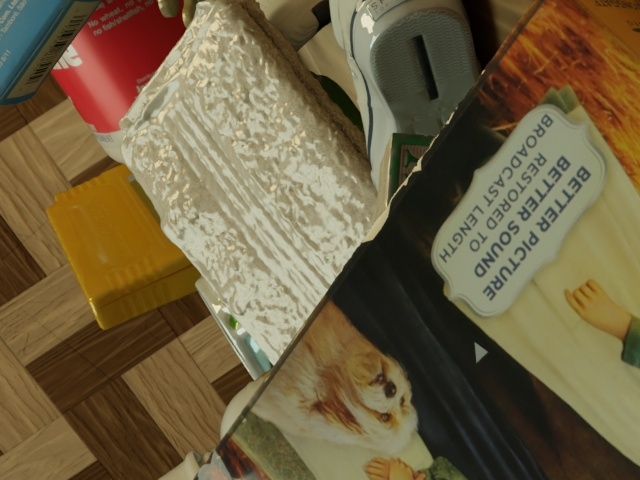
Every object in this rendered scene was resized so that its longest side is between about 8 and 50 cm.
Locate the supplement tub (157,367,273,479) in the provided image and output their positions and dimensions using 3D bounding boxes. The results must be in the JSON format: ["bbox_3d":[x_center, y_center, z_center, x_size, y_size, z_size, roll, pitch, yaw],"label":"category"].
[{"bbox_3d":[0.078,0.143,0.906,0.228,0.316,0.228,56,175,8],"label":"supplement tub"}]

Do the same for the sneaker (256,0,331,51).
[{"bbox_3d":[-0.065,-0.226,1.169,0.153,0.094,0.235,49,-173,-15],"label":"sneaker"}]

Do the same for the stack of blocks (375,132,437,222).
[{"bbox_3d":[0.066,0.098,0.751,0.087,0.171,0.297,106,169,-83],"label":"stack of blocks"}]

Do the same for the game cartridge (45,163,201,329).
[{"bbox_3d":[-0.113,-0.045,1.471,0.285,0.324,0.052,-134,23,-61],"label":"game cartridge"}]

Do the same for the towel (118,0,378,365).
[{"bbox_3d":[-0.036,-0.034,1.078,0.282,0.187,0.049,51,-142,13],"label":"towel"}]

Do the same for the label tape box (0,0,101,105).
[{"bbox_3d":[-0.347,-0.328,1.309,0.348,0.249,0.115,40,-165,3],"label":"label tape box"}]

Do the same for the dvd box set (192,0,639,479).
[{"bbox_3d":[0.146,0.152,0.523,0.062,0.307,0.420,-5,-132,-49],"label":"dvd box set"}]

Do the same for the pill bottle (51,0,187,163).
[{"bbox_3d":[-0.231,-0.301,1.501,0.407,0.229,0.229,58,174,-24],"label":"pill bottle"}]

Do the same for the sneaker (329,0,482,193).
[{"bbox_3d":[0.063,-0.102,0.902,0.258,0.094,0.091,77,175,-60],"label":"sneaker"}]

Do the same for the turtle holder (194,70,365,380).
[{"bbox_3d":[0.010,0.015,1.224,0.243,0.227,0.320,54,173,38],"label":"turtle holder"}]

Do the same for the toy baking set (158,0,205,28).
[{"bbox_3d":[-0.116,-0.251,1.304,0.256,0.030,0.196,58,-147,-57],"label":"toy baking set"}]
